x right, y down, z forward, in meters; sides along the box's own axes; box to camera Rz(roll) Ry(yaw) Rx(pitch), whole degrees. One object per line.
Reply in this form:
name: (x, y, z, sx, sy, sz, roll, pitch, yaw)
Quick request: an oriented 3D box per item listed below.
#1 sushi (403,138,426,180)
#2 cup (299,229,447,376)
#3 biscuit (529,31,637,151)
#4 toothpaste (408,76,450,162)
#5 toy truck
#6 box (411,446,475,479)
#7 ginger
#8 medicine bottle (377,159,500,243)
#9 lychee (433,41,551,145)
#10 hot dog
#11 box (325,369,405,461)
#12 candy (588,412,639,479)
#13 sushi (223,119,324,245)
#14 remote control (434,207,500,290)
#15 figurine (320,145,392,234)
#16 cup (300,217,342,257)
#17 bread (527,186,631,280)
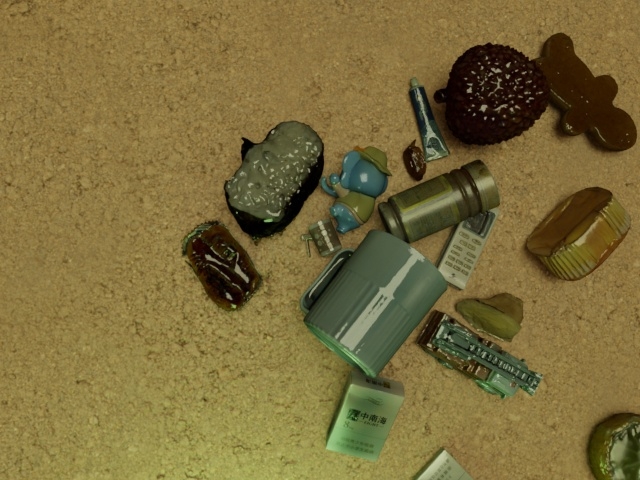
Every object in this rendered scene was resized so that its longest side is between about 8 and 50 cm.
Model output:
sushi: (0.293, -0.246, 1.697, 0.055, 0.052, 0.120, -18, 82, -27)
cup: (0.112, 0.152, 1.473, 0.331, 0.256, 0.311, 34, 76, 21)
biscuit: (0.838, -0.448, 1.781, 0.432, 0.064, 0.283, 44, 71, -1)
toothpaste: (0.328, -0.381, 1.726, 0.069, 0.047, 0.268, -16, 88, -21)
toy truck: (0.457, 0.337, 1.570, 0.339, 0.184, 0.132, 32, 81, -1)
box: (0.392, 0.732, 1.585, 0.139, 0.035, 0.245, -42, 88, -10)
ginger: (0.512, 0.199, 1.651, 0.193, 0.115, 0.122, 25, 59, 5)
medicine bottle: (0.339, -0.105, 1.610, 0.323, 0.151, 0.151, -23, 85, 2)
lychee: (0.498, -0.421, 1.621, 0.331, 0.306, 0.305, 5, 82, 6)
hot dog: (-0.279, 0.072, 1.575, 0.163, 0.082, 0.270, -34, 86, -11)
box: (0.119, 0.481, 1.513, 0.156, 0.067, 0.242, 16, 114, -6)
candy: (0.922, 0.637, 1.623, 0.260, 0.118, 0.259, 0, 82, -1)
sushi: (-0.134, -0.179, 1.570, 0.235, 0.207, 0.348, 34, 74, 11)
remote control: (0.443, 0.006, 1.678, 0.103, 0.055, 0.277, 28, 80, -3)
figurine: (0.103, -0.158, 1.616, 0.180, 0.154, 0.262, 40, 76, -12)
cup: (0.002, -0.001, 1.619, 0.102, 0.074, 0.099, -23, 86, -9)
bread: (0.783, -0.011, 1.662, 0.156, 0.204, 0.288, 45, 83, -17)
